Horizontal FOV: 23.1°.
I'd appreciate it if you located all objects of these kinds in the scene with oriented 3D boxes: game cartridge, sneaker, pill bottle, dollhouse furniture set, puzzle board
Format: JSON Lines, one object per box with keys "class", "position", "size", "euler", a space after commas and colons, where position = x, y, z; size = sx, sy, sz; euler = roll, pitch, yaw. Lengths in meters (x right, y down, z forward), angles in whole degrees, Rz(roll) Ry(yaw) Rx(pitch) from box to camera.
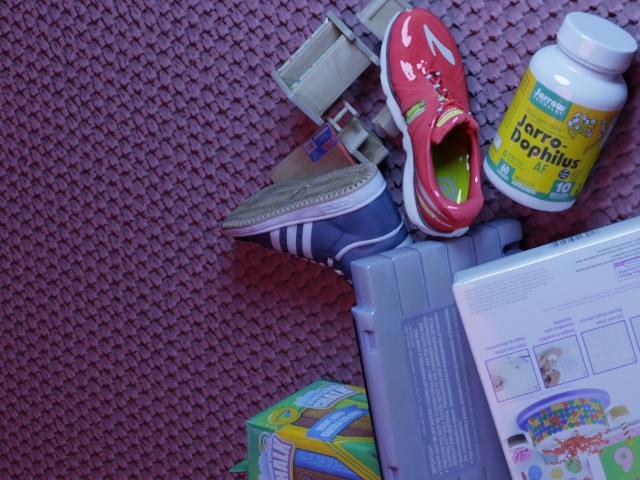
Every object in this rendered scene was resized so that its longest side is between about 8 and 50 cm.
{"class": "game cartridge", "position": [0.162, 0.169, 1.887], "size": [0.068, 0.230, 0.355], "euler": [-163, 61, -66]}
{"class": "sneaker", "position": [0.000, 0.000, 2.012], "size": [0.282, 0.099, 0.153], "euler": [-12, 119, 46]}
{"class": "pill bottle", "position": [0.275, -0.147, 1.769], "size": [0.118, 0.118, 0.208], "euler": [36, 122, 21]}
{"class": "sneaker", "position": [0.146, -0.145, 1.827], "size": [0.118, 0.107, 0.279], "euler": [149, 111, -72]}
{"class": "dollhouse furniture set", "position": [0.062, -0.211, 1.947], "size": [0.182, 0.101, 0.161], "euler": [-46, 121, 7]}
{"class": "puzzle board", "position": [-0.002, -0.083, 2.053], "size": [0.128, 0.011, 0.096], "euler": [-39, 80, 36]}

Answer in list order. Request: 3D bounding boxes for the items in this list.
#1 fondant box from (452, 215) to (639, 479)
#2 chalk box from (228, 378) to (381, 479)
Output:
{"class": "fondant box", "position": [0.312, 0.163, 1.796], "size": [0.238, 0.096, 0.330], "euler": [-17, 94, 7]}
{"class": "chalk box", "position": [0.018, 0.300, 2.058], "size": [0.289, 0.180, 0.179], "euler": [9, 110, 31]}
